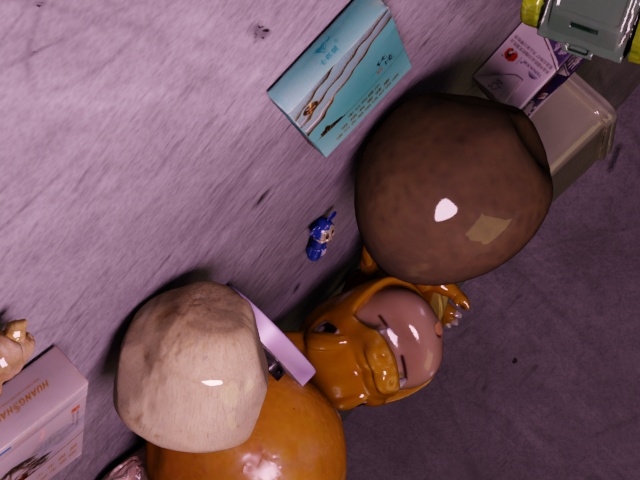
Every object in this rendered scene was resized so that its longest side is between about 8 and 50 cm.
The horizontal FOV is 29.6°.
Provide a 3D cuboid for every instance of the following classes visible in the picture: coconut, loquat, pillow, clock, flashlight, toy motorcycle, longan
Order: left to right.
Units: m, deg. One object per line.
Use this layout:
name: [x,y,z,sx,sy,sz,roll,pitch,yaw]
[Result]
pillow: [-0.289,0.384,2.036,0.270,0.067,0.173,-26,160,-52]
coconut: [-0.162,0.168,1.534,0.224,0.224,0.224,-43,166,-14]
loquat: [-0.112,0.333,1.889,0.328,0.328,0.328,-43,166,-14]
clock: [-0.085,0.152,1.763,0.064,0.172,0.198,-44,167,-7]
flashlight: [0.000,0.000,1.876,0.057,0.035,0.121,-41,165,-25]
longan: [0.192,-0.078,1.738,0.288,0.288,0.350,-54,173,30]
toy motorcycle: [0.427,-0.424,1.704,0.200,0.191,0.326,-39,149,-59]

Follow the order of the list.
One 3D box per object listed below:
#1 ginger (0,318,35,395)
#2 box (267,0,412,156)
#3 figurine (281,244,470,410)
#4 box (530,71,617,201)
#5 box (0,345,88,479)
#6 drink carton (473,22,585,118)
ginger: [-0.362,0.150,1.148,0.137,0.074,0.213,-54,171,28]
box: [0.028,-0.187,1.414,0.162,0.041,0.229,-47,166,1]
figurine: [0.096,0.153,2.129,0.387,0.268,0.401,-37,168,-44]
box: [0.387,-0.146,2.350,0.344,0.177,0.352,-44,167,3]
box: [-0.351,0.234,1.426,0.149,0.067,0.233,-41,166,-30]
drink carton: [0.361,-0.303,1.970,0.222,0.102,0.134,-47,169,8]
